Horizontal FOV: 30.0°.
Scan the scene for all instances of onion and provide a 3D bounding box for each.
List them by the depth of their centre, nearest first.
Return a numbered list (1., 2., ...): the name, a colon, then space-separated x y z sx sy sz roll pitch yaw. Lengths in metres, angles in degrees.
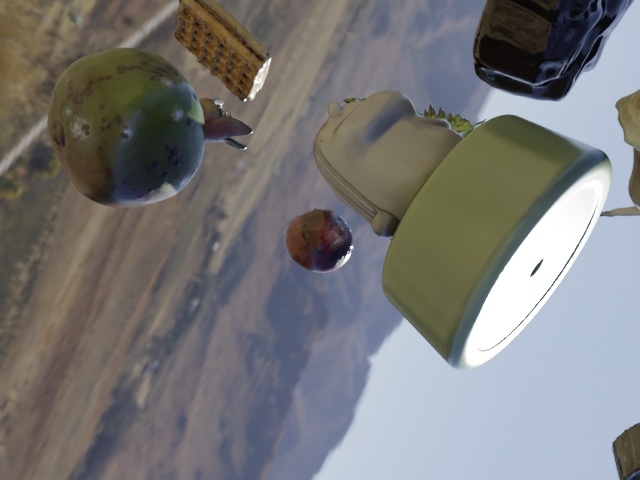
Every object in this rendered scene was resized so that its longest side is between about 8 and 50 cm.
1. onion: 0.000 0.000 2.296 0.131 0.131 0.131 -63 179 -1

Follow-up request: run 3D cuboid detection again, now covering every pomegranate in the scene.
1. pomegranate: -0.286 -0.200 1.976 0.323 0.291 0.291 -20 172 -7

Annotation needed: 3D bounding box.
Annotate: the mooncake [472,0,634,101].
1. mooncake: 0.293 -0.297 1.415 0.283 0.141 0.283 -54 161 -28

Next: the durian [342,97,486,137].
1. durian: 0.118 -0.128 1.730 0.352 0.169 0.158 -1 94 -65

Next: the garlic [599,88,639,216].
1. garlic: 0.528 -0.067 1.642 0.340 0.246 0.231 85 -9 -63

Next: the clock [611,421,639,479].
1. clock: 0.364 0.193 1.040 0.215 0.215 0.042 116 -22 -60

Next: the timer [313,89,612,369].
1. timer: 0.129 -0.055 1.379 0.291 0.315 0.291 -42 155 -24

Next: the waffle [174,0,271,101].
1. waffle: -0.133 -0.265 1.621 0.042 0.148 0.102 -44 173 -23
